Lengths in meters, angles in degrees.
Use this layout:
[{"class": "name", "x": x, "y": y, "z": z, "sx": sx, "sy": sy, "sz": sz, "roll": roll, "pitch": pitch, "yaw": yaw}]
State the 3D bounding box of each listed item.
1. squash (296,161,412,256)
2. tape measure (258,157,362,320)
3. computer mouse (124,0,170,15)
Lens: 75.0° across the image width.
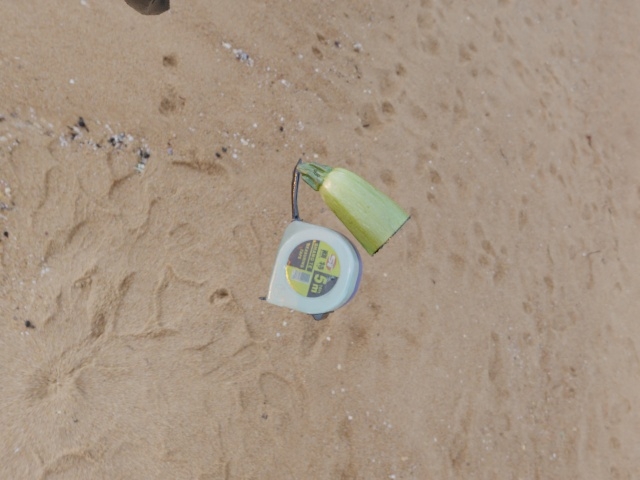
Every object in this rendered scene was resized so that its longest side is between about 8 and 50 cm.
[{"class": "squash", "x": 0.080, "y": -0.083, "z": 0.893, "sx": 0.287, "sy": 0.137, "sz": 0.137, "roll": 42, "pitch": 56, "yaw": -26}, {"class": "tape measure", "x": 0.000, "y": 0.000, "z": 0.964, "sx": 0.098, "sy": 0.215, "sz": 0.352, "roll": 11, "pitch": 93, "yaw": -70}, {"class": "computer mouse", "x": -0.217, "y": -0.317, "z": 0.495, "sx": 0.079, "sy": 0.135, "sz": 0.047, "roll": 49, "pitch": 62, "yaw": -15}]
